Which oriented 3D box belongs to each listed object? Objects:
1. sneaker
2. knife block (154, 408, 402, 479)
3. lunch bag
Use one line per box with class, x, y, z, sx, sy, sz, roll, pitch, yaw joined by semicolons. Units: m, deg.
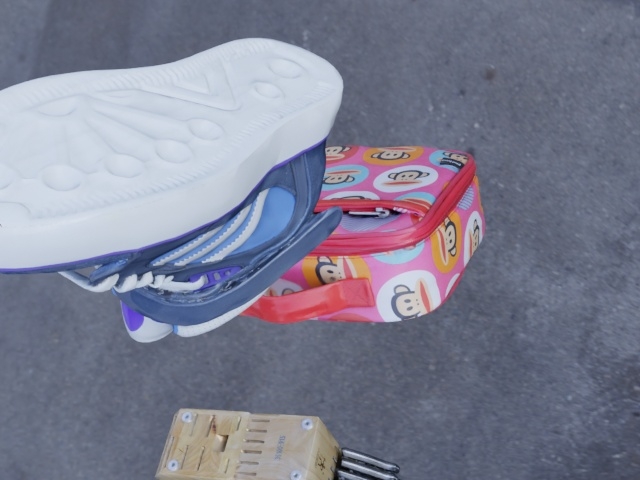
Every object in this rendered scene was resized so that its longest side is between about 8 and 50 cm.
sneaker;-0.116;0.009;0.613;0.130;0.323;0.236;36;128;18
knife block;-0.034;0.308;1.170;0.276;0.242;0.088;-1;53;21
lunch bag;0.000;0.000;0.937;0.293;0.258;0.120;0;117;27
